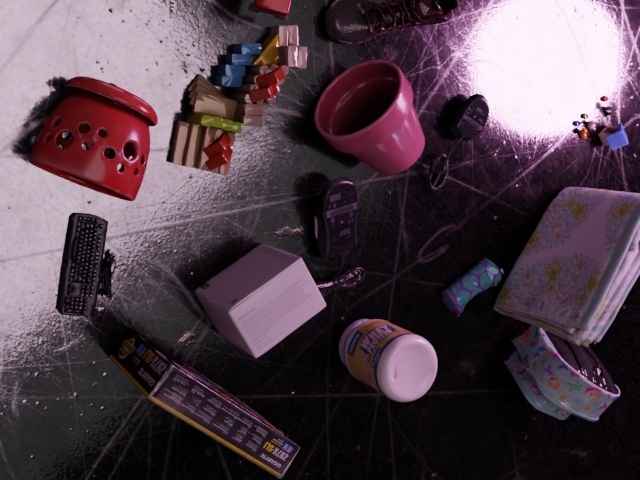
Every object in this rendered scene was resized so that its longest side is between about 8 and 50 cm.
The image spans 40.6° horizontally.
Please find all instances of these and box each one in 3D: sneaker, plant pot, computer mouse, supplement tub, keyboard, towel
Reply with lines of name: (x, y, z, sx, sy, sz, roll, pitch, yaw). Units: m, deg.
sneaker: (0.159, -0.470, 1.750, 0.282, 0.163, 0.106, -20, 109, -24)
plant pot: (-0.382, -0.178, 1.502, 0.191, 0.191, 0.174, 25, 84, -30)
computer mouse: (0.303, -0.223, 1.953, 0.071, 0.041, 0.242, 31, 91, -31)
supplement tub: (0.140, 0.251, 1.856, 0.144, 0.200, 0.144, -6, 102, -28)
plant pot: (0.118, -0.237, 1.768, 0.201, 0.201, 0.180, -54, 134, -9)
keyboard: (-0.426, 0.049, 1.607, 0.100, 0.038, 0.191, 6, 98, -29)
computer mouse: (0.000, 0.000, 1.814, 0.184, 0.060, 0.261, -24, 121, -31)
towel: (0.587, 0.045, 1.990, 0.090, 0.321, 0.374, 35, 83, -27)

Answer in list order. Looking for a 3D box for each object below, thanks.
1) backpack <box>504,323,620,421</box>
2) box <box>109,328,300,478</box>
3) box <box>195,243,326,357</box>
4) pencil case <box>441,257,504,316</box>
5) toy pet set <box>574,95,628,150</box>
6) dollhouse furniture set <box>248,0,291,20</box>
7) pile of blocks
backpack: (0.583, 0.320, 2.082, 0.225, 0.253, 0.191, 27, 106, -31)
box: (-0.223, 0.305, 1.639, 0.322, 0.257, 0.079, 40, 81, -29)
box: (-0.120, 0.113, 1.700, 0.182, 0.181, 0.119, -36, 114, -19)
pencil case: (0.355, 0.107, 2.023, 0.152, 0.064, 0.070, -35, 97, -18)
toy pet set: (0.710, -0.280, 2.139, 0.122, 0.065, 0.114, -41, 116, -15)
dollhouse furniture set: (-0.107, -0.610, 1.549, 0.202, 0.152, 0.373, 13, 91, -11)
pile of blocks: (-0.152, -0.281, 1.648, 0.149, 0.113, 0.362, 37, 81, -29)
